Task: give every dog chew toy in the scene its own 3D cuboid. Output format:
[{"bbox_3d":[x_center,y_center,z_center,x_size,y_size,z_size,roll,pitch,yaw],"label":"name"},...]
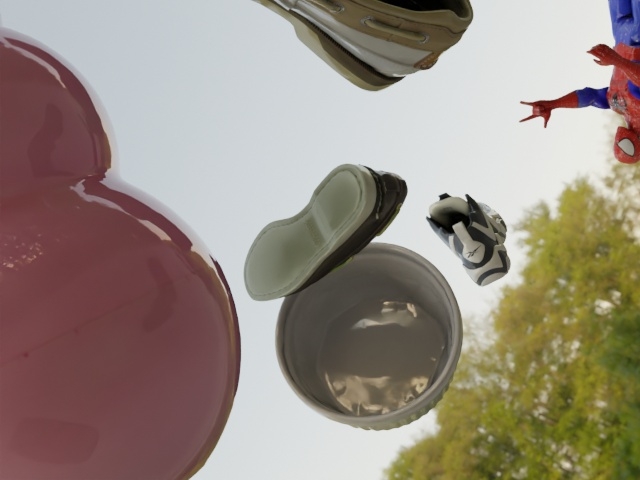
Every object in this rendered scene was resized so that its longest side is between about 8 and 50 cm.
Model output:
[{"bbox_3d":[-0.179,-0.012,0.408,0.206,0.206,0.332,-27,-91,-55],"label":"dog chew toy"}]

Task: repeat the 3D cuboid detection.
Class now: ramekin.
[{"bbox_3d":[0.061,0.116,0.929,0.207,0.207,0.109,-60,-24,-16],"label":"ramekin"}]

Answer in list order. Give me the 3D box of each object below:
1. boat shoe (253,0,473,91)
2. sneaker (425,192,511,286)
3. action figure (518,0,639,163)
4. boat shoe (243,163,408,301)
[{"bbox_3d":[-0.019,-0.217,0.567,0.302,0.103,0.113,25,-118,-33],"label":"boat shoe"},{"bbox_3d":[0.246,-0.040,1.405,0.153,0.094,0.235,52,-155,-23],"label":"sneaker"},{"bbox_3d":[0.270,-0.208,0.785,0.139,0.091,0.280,-11,-75,-17],"label":"action figure"},{"bbox_3d":[0.000,0.000,0.849,0.068,0.081,0.227,-1,-26,-41],"label":"boat shoe"}]
